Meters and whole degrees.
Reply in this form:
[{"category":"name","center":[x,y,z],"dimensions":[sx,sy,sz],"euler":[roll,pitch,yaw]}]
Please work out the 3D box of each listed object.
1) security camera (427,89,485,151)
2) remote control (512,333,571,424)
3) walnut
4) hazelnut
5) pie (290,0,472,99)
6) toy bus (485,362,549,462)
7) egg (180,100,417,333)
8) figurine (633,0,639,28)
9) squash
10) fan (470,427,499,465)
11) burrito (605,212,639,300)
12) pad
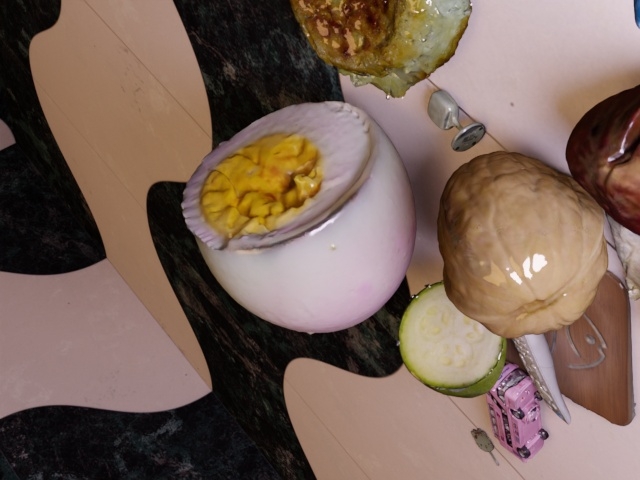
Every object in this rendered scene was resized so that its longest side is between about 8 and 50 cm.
[{"category":"security camera","center":[0.187,-0.175,1.339],"dimensions":[0.092,0.058,0.058],"euler":[59,159,29]},{"category":"remote control","center":[0.332,0.178,1.433],"dimensions":[0.229,0.044,0.073],"euler":[61,173,-20]},{"category":"walnut","center":[0.250,0.001,1.204],"dimensions":[0.261,0.225,0.225],"euler":[-98,-6,-57]},{"category":"hazelnut","center":[0.351,-0.083,0.985],"dimensions":[0.204,0.178,0.178],"euler":[44,153,47]},{"category":"pie","center":[0.064,-0.357,1.283],"dimensions":[0.288,0.103,0.354],"euler":[3,120,54]},{"category":"toy bus","center":[0.324,0.288,1.570],"dimensions":[0.090,0.063,0.203],"euler":[35,154,39]},{"category":"egg","center":[0.000,0.000,1.546],"dimensions":[0.354,0.354,0.340],"euler":[30,158,46]},{"category":"figurine","center":[0.286,-0.298,0.804],"dimensions":[0.243,0.298,0.416],"euler":[33,174,-34]},{"category":"squash","center":[0.239,0.166,1.557],"dimensions":[0.189,0.189,0.260],"euler":[46,-171,24]},{"category":"fan","center":[0.317,0.394,1.797],"dimensions":[0.083,0.004,0.056],"euler":[57,155,2]},{"category":"burrito","center":[0.390,0.007,1.168],"dimensions":[0.051,0.042,0.171],"euler":[0,126,42]},{"category":"pad","center":[0.346,0.120,1.407],"dimensions":[0.284,0.018,0.286],"euler":[30,144,47]}]
